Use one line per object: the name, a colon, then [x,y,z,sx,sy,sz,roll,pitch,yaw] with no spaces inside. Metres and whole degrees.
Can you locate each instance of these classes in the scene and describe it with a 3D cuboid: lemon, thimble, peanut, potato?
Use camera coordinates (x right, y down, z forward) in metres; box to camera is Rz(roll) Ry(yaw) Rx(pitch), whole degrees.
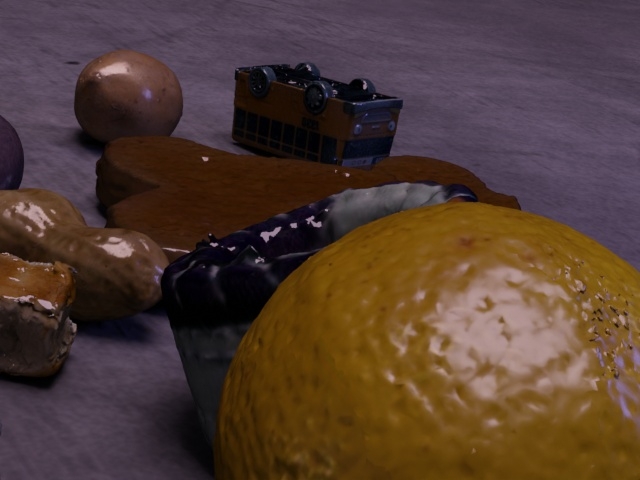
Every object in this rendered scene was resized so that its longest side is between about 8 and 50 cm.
lemon: [0.079,0.116,0.843,0.293,0.293,0.293,10,19,-4]
thimble: [0.013,0.050,1.085,0.237,0.150,0.237,-13,10,2]
peanut: [-0.203,0.010,1.254,0.193,0.089,0.089,22,22,19]
potato: [-0.200,-0.148,1.682,0.112,0.112,0.147,17,13,15]

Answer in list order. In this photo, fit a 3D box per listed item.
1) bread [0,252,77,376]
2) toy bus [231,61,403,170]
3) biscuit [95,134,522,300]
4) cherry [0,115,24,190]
bread: [-0.217,0.058,1.142,0.083,0.076,0.070,12,31,2]
toy bus: [-0.006,-0.130,1.730,0.182,0.103,0.091,20,21,40]
biscuit: [0.000,0.000,1.429,0.394,0.076,0.368,4,21,-11]
cherry: [-0.349,-0.056,1.359,0.188,0.115,0.148,-1,50,8]
